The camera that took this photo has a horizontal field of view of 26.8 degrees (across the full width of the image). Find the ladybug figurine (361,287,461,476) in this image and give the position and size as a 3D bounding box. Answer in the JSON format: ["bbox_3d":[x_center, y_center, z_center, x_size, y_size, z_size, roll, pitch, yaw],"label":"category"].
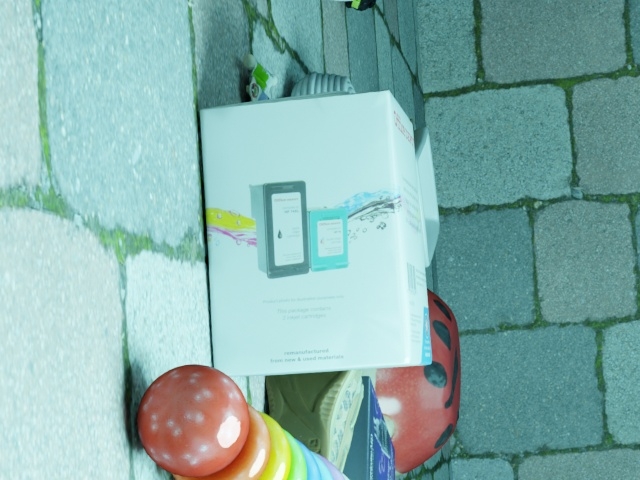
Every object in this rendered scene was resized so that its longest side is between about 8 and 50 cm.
[{"bbox_3d":[0.137,0.212,2.148,0.449,0.162,0.305,-69,153,-67],"label":"ladybug figurine"}]

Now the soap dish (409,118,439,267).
[{"bbox_3d":[0.142,-0.078,2.443,0.291,0.118,0.229,-65,149,-71],"label":"soap dish"}]

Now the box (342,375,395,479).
[{"bbox_3d":[0.024,0.280,1.643,0.207,0.108,0.153,71,18,-54],"label":"box"}]

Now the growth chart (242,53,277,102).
[{"bbox_3d":[-0.062,-0.096,1.597,0.172,0.021,0.237,-18,104,-81],"label":"growth chart"}]

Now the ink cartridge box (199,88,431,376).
[{"bbox_3d":[0.000,0.000,1.391,0.198,0.197,0.270,27,59,-77],"label":"ink cartridge box"}]

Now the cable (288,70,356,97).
[{"bbox_3d":[0.016,-0.103,1.832,0.257,0.089,0.257,-77,159,-61],"label":"cable"}]

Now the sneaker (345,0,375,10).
[{"bbox_3d":[0.071,-0.467,2.428,0.235,0.084,0.097,-64,172,-69],"label":"sneaker"}]

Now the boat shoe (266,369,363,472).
[{"bbox_3d":[-0.010,0.196,1.531,0.089,0.104,0.285,71,28,-47],"label":"boat shoe"}]

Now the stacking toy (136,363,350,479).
[{"bbox_3d":[-0.068,0.201,1.169,0.330,0.141,0.141,60,27,-53],"label":"stacking toy"}]
